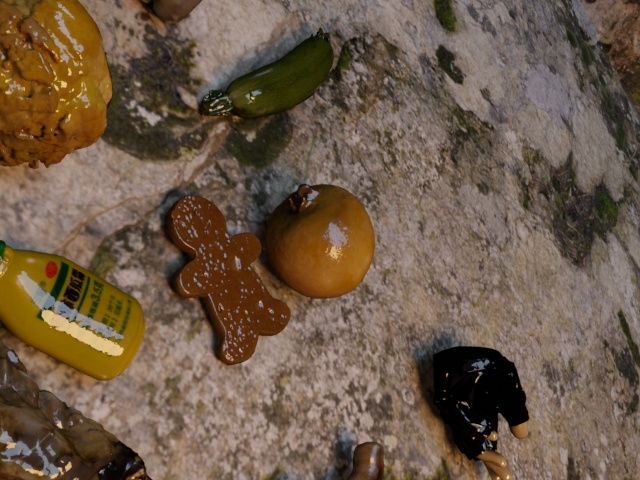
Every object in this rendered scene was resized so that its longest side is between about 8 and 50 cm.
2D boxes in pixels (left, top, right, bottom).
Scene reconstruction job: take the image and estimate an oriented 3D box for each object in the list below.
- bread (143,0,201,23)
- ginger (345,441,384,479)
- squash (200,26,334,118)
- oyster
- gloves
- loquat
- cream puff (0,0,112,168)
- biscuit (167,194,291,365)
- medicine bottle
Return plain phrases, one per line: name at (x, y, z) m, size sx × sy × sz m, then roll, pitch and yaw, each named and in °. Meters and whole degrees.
bread at (-0.130, -0.436, 1.005) m, size 0.102 × 0.183 × 0.337 m, roll 38°, pitch 47°, yaw -19°
ginger at (-0.025, 0.349, 0.825) m, size 0.333 × 0.080 × 0.166 m, roll -10°, pitch 95°, yaw -56°
squash at (-0.049, -0.232, 1.077) m, size 0.318 × 0.080 × 0.071 m, roll -44°, pitch 144°, yaw -47°
oyster at (-0.261, 0.166, 0.666) m, size 0.345 × 0.079 × 0.128 m, roll 41°, pitch 38°, yaw -23°
gloves at (0.243, 0.267, 1.123) m, size 0.165 × 0.124 × 0.203 m, roll -5°, pitch 97°, yaw -26°
loquat at (0.000, 0.000, 0.966) m, size 0.163 × 0.137 × 0.163 m, roll 2°, pitch 87°, yaw -43°
cream puff at (-0.291, -0.154, 0.708) m, size 0.129 × 0.189 × 0.189 m, roll -43°, pitch 104°, yaw -43°
biscuit at (-0.119, 0.039, 0.900) m, size 0.138 × 0.031 × 0.204 m, roll -37°, pitch 102°, yaw -44°
medicine bottle at (-0.284, 0.040, 0.698) m, size 0.261 × 0.064 × 0.094 m, roll 36°, pitch 49°, yaw -29°
